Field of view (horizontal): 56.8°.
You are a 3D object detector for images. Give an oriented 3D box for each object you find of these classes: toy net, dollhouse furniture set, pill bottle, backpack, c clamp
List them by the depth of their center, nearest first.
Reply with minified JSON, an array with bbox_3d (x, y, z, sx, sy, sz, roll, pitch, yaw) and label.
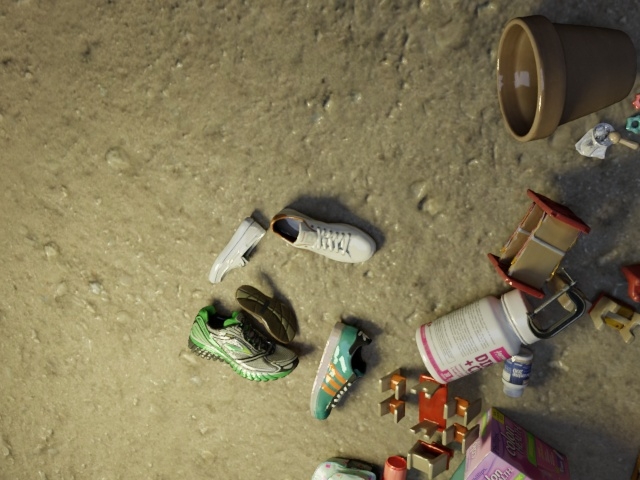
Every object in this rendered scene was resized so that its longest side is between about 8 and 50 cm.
[{"bbox_3d":[0.694,-0.258,1.332,0.232,0.045,0.122,-16,100,20],"label":"toy net"},{"bbox_3d":[0.533,0.151,1.354,0.137,0.022,0.161,38,105,-20],"label":"c clamp"},{"bbox_3d":[0.618,0.061,1.410,0.374,0.152,0.201,25,111,-10],"label":"dollhouse furniture set"},{"bbox_3d":[0.399,0.237,1.491,0.283,0.160,0.160,-29,95,21],"label":"pill bottle"},{"bbox_3d":[0.508,0.341,1.537,0.067,0.067,0.120,8,107,14],"label":"pill bottle"},{"bbox_3d":[0.300,0.487,1.594,0.262,0.135,0.259,12,109,39],"label":"dollhouse furniture set"},{"bbox_3d":[0.062,0.726,1.727,0.188,0.144,0.166,11,87,20],"label":"backpack"}]

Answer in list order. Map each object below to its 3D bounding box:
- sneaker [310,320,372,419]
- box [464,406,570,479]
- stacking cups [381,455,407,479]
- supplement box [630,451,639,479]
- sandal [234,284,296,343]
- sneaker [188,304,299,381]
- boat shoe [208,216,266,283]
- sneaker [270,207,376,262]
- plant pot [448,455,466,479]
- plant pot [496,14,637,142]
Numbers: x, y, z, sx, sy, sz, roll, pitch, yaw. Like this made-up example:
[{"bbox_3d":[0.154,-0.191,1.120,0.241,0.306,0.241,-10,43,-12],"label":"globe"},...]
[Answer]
[{"bbox_3d":[0.058,0.383,1.660,0.121,0.108,0.302,19,108,15],"label":"sneaker"},{"bbox_3d":[0.508,0.588,1.526,0.243,0.213,0.117,33,111,6],"label":"box"},{"bbox_3d":[0.196,0.786,1.737,0.096,0.096,0.316,7,106,14],"label":"stacking cups"},{"bbox_3d":[0.854,0.554,1.489,0.080,0.078,0.234,12,108,10],"label":"supplement box"},{"bbox_3d":[-0.158,0.208,1.691,0.219,0.060,0.090,37,70,-15],"label":"sandal"},{"bbox_3d":[-0.222,0.295,1.701,0.343,0.134,0.146,18,112,12],"label":"sneaker"},{"bbox_3d":[-0.234,0.043,1.667,0.075,0.083,0.226,36,111,6],"label":"boat shoe"},{"bbox_3d":[0.000,0.000,1.567,0.290,0.123,0.106,16,107,10],"label":"sneaker"},{"bbox_3d":[0.424,0.732,1.579,0.165,0.234,0.166,29,110,7],"label":"plant pot"},{"bbox_3d":[0.528,-0.354,1.268,0.229,0.263,0.263,-8,103,-1],"label":"plant pot"}]
